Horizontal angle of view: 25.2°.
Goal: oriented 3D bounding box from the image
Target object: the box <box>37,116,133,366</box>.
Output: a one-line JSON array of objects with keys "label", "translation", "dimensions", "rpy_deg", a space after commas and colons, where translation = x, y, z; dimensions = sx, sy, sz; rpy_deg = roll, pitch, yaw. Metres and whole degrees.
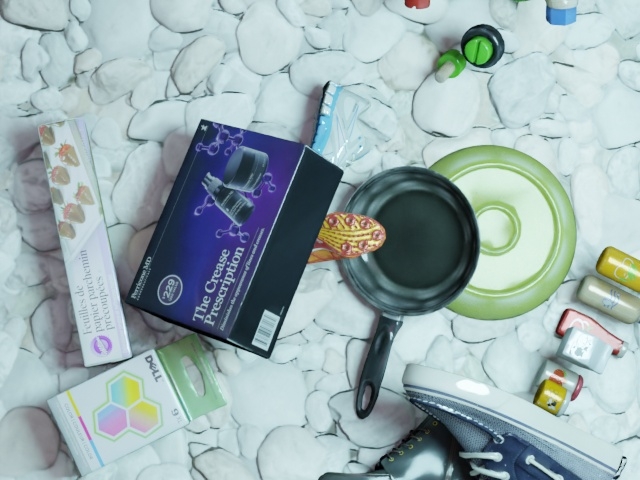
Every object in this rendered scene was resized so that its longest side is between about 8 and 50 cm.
[{"label": "box", "translation": [-0.307, 0.003, 1.871], "dimensions": [0.063, 0.067, 0.324], "rpy_deg": [-12, 84, -5]}]

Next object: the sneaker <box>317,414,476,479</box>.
[{"label": "sneaker", "translation": [0.101, 0.286, 1.868], "dimensions": [0.222, 0.083, 0.118], "rpy_deg": [4, 79, -14]}]

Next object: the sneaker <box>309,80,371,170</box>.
[{"label": "sneaker", "translation": [0.022, -0.114, 1.908], "dimensions": [0.083, 0.071, 0.191], "rpy_deg": [17, 83, -8]}]

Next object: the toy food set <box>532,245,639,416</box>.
[{"label": "toy food set", "translation": [0.368, 0.135, 1.881], "dimensions": [0.104, 0.111, 0.232], "rpy_deg": [26, 80, -1]}]

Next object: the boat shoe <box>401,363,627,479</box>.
[{"label": "boat shoe", "translation": [0.230, 0.283, 1.809], "dimensions": [0.340, 0.127, 0.158], "rpy_deg": [26, 79, -20]}]

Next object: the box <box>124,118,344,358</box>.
[{"label": "box", "translation": [-0.111, -0.005, 1.826], "dimensions": [0.184, 0.103, 0.261], "rpy_deg": [15, 80, 38]}]

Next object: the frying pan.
[{"label": "frying pan", "translation": [0.127, 0.065, 1.880], "dimensions": [0.197, 0.053, 0.326], "rpy_deg": [-7, 91, 23]}]

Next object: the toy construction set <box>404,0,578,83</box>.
[{"label": "toy construction set", "translation": [0.237, -0.414, 1.896], "dimensions": [0.257, 0.237, 0.309], "rpy_deg": [-15, 110, 36]}]

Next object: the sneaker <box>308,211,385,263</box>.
[{"label": "sneaker", "translation": [0.000, 0.000, 1.886], "dimensions": [0.175, 0.067, 0.064], "rpy_deg": [-8, 85, 9]}]

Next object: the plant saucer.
[{"label": "plant saucer", "translation": [0.231, -0.013, 1.926], "dimensions": [0.241, 0.037, 0.241], "rpy_deg": [0, 84, -3]}]

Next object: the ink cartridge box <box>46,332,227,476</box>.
[{"label": "ink cartridge box", "translation": [-0.236, 0.210, 1.854], "dimensions": [0.209, 0.062, 0.109], "rpy_deg": [-25, 86, -7]}]
